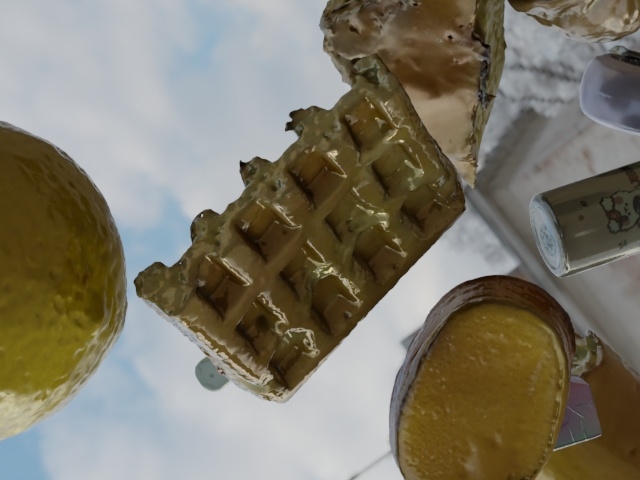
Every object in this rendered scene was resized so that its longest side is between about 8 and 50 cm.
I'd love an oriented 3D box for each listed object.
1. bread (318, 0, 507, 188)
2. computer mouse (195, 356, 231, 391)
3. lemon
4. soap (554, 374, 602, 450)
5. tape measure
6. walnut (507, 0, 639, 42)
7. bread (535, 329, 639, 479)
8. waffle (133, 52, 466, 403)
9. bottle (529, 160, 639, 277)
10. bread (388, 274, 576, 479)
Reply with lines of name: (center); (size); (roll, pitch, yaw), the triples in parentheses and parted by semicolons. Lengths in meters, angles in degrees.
bread: (0.184, -0.260, 1.683); (0.315, 0.279, 0.248); (36, -132, -29)
computer mouse: (-0.140, 0.188, 2.248); (0.056, 0.110, 0.032); (57, -162, -4)
lemon: (-0.366, 0.047, 1.493); (0.387, 0.350, 0.349); (26, -146, -43)
soap: (0.255, 0.209, 1.782); (0.056, 0.149, 0.100); (-138, 33, -83)
tape measure: (0.432, -0.193, 1.889); (0.196, 0.105, 0.178); (24, -159, 36)
walnut: (0.292, -0.311, 1.590); (0.213, 0.213, 0.213); (40, -154, -24)
bread: (0.418, 0.308, 2.146); (0.394, 0.250, 0.361); (35, 174, -9)
waffle: (-0.001, 0.000, 1.518); (0.077, 0.348, 0.304); (41, 175, 32)
bottle: (0.381, -0.038, 1.790); (0.110, 0.233, 0.110); (163, 90, -82)
bread: (0.181, 0.173, 1.638); (0.195, 0.269, 0.142); (20, -172, 4)
